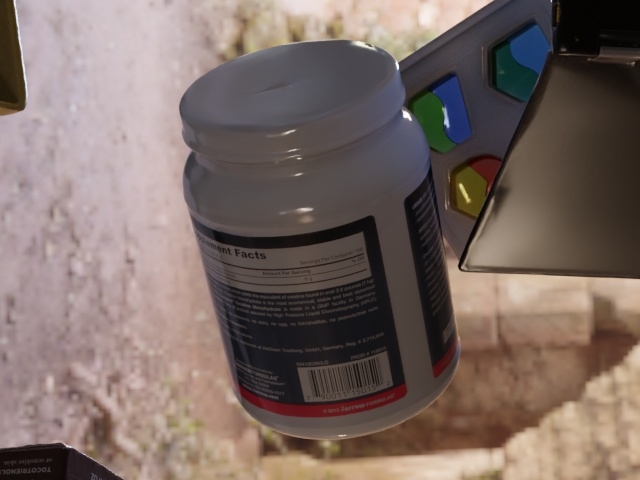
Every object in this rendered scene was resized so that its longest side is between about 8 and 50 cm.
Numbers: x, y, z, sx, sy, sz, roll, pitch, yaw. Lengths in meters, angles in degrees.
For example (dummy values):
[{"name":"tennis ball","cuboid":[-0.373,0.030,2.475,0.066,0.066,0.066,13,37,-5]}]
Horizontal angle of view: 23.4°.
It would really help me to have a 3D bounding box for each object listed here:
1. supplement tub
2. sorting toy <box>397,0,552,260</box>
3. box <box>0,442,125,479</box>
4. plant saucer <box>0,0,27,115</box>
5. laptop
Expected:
[{"name":"supplement tub","cuboid":[0.000,0.000,1.208,0.191,0.191,0.272,-78,159,-60]},{"name":"sorting toy","cuboid":[0.163,-0.102,1.387,0.208,0.193,0.038,57,1,-22]},{"name":"box","cuboid":[-0.290,0.317,1.482,0.168,0.167,0.203,53,34,-61]},{"name":"plant saucer","cuboid":[-0.513,-0.268,1.736,0.081,0.333,0.332,-53,-141,39]},{"name":"laptop","cuboid":[0.318,-0.169,1.112,0.236,0.382,0.407,-174,-94,-80]}]
